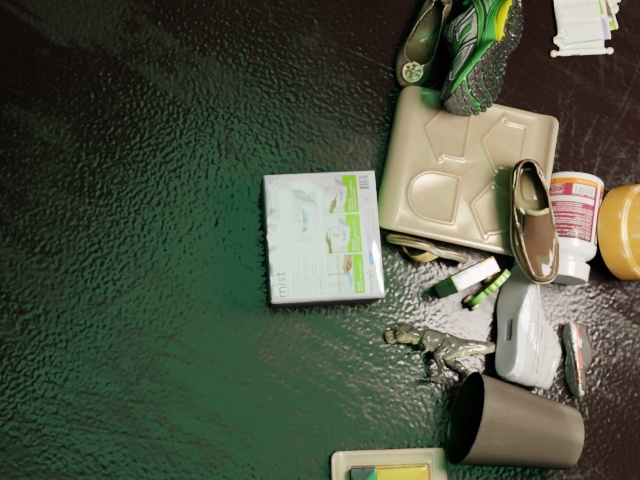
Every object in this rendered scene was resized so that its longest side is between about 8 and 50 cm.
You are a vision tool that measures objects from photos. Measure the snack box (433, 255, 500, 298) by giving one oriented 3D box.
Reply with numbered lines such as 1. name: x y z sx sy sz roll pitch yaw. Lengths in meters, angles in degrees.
1. snack box: 0.298 0.077 1.708 0.100 0.141 0.037 -24 84 -9

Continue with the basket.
1. basket: 0.391 0.373 1.657 0.227 0.154 0.204 12 117 -10

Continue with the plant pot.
1. plant pot: 0.706 -0.021 1.705 0.205 0.188 0.205 3 85 -37

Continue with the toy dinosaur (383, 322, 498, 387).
1. toy dinosaur: 0.265 0.240 1.718 0.268 0.064 0.118 8 72 -8

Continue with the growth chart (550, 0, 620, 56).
1. growth chart: 0.606 -0.530 1.912 0.172 0.021 0.237 1 79 -6

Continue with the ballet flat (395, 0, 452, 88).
1. ballet flat: 0.231 -0.448 1.839 0.084 0.058 0.249 24 78 0

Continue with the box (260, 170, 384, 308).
1. box: 0.000 0.000 1.699 0.231 0.127 0.261 -4 80 -6

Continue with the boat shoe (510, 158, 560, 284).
1. boat shoe: 0.425 -0.041 1.675 0.095 0.095 0.257 -11 77 7

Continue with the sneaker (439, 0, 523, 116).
1. sneaker: 0.325 -0.395 1.791 0.146 0.134 0.343 9 53 29

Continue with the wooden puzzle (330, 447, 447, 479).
1. wooden puzzle: 0.142 0.529 1.659 0.239 0.044 0.220 -1 79 -6

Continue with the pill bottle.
1. pill bottle: 0.524 -0.025 1.760 0.121 0.121 0.221 12 78 -4

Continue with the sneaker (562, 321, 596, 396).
1. sneaker: 0.551 0.248 1.747 0.065 0.061 0.157 2 80 -12

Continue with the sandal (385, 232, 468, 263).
1. sandal: 0.222 0.026 1.754 0.180 0.072 0.049 18 100 -7

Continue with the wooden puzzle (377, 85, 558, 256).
1. wooden puzzle: 0.311 -0.143 1.787 0.348 0.080 0.322 11 78 1

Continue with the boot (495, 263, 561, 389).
1. boot: 0.440 0.180 1.742 0.123 0.095 0.258 22 70 -25

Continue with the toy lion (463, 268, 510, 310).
1. toy lion: 0.350 0.099 1.732 0.100 0.096 0.034 -42 86 -11
